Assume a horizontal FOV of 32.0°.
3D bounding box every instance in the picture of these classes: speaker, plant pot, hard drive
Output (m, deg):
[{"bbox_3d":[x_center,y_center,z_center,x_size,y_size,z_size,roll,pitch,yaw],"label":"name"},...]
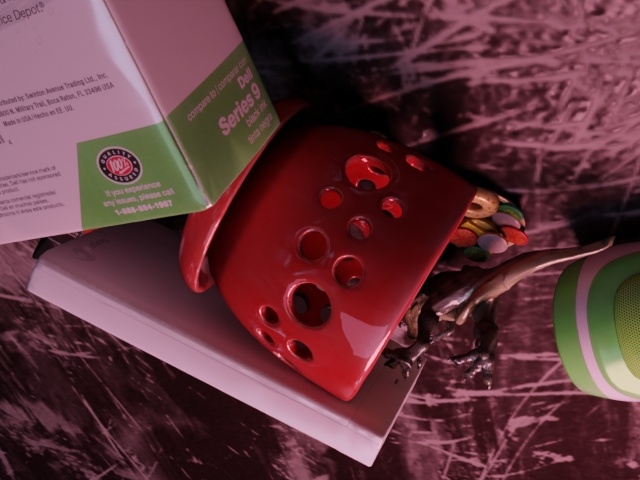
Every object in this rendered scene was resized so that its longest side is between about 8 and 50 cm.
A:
[{"bbox_3d":[0.329,0.049,0.821,0.296,0.131,0.131,-11,136,36],"label":"speaker"},{"bbox_3d":[0.000,0.000,0.850,0.174,0.191,0.191,30,147,8],"label":"plant pot"},{"bbox_3d":[-0.068,0.074,0.960,0.307,0.203,0.040,26,106,8],"label":"hard drive"}]

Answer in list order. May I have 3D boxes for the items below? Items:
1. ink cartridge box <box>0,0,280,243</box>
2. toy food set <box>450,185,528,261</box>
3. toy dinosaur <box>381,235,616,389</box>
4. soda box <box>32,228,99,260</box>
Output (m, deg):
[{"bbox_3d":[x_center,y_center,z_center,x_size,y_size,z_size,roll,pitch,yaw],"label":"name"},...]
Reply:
[{"bbox_3d":[-0.185,-0.155,0.718,0.211,0.121,0.289,-7,120,32],"label":"ink cartridge box"},{"bbox_3d":[0.130,-0.015,0.920,0.082,0.020,0.083,31,144,-17],"label":"toy food set"},{"bbox_3d":[0.119,0.061,0.920,0.064,0.118,0.268,42,151,-15],"label":"toy dinosaur"},{"bbox_3d":[-0.192,0.027,1.099,0.169,0.060,0.053,30,144,-17],"label":"soda box"}]
